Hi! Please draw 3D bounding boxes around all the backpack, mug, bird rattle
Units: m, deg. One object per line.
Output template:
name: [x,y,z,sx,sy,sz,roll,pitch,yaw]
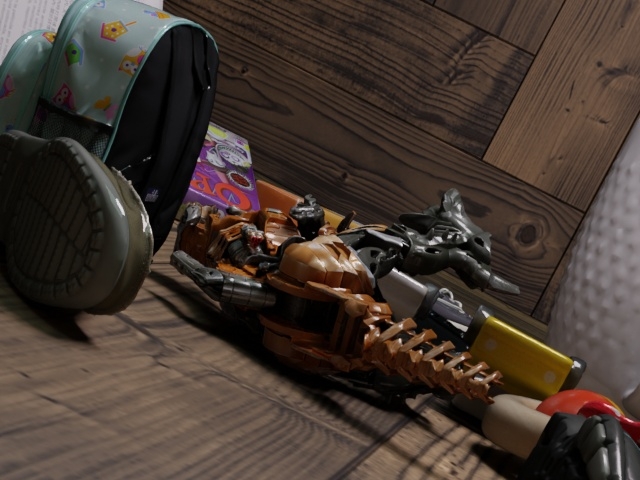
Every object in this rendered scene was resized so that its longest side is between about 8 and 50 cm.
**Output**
backpack: [-0.161,-0.091,1.113,0.144,0.188,0.166,29,5,18]
mug: [0.378,0.075,1.534,0.276,0.328,0.374,28,5,9]
bird rattle: [0.211,0.167,1.099,0.207,0.143,0.254,16,8,42]

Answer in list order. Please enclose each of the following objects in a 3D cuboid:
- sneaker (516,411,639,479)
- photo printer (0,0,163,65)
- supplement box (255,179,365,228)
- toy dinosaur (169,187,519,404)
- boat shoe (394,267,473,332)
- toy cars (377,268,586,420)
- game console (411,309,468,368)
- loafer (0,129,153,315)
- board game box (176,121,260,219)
sneaker: [0.166,0.153,0.812,0.106,0.101,0.267,30,5,5]
photo printer: [-0.262,-0.193,1.328,0.107,0.256,0.307,6,-8,33]
supplement box: [0.000,0.000,1.797,0.080,0.078,0.233,27,2,39]
toy dinosaur: [0.015,0.053,1.086,0.218,0.164,0.322,6,35,-37]
boat shoe: [0.133,0.076,1.634,0.206,0.065,0.075,23,-26,-23]
toy cars: [0.106,0.090,1.363,0.176,0.087,0.394,31,-2,-34]
game console: [0.118,0.119,1.525,0.107,0.071,0.122,59,-11,-27]
loafer: [-0.145,-0.014,0.915,0.087,0.094,0.251,20,7,-27]
board game box: [-0.229,-0.124,1.651,0.347,0.056,0.208,26,28,-22]
